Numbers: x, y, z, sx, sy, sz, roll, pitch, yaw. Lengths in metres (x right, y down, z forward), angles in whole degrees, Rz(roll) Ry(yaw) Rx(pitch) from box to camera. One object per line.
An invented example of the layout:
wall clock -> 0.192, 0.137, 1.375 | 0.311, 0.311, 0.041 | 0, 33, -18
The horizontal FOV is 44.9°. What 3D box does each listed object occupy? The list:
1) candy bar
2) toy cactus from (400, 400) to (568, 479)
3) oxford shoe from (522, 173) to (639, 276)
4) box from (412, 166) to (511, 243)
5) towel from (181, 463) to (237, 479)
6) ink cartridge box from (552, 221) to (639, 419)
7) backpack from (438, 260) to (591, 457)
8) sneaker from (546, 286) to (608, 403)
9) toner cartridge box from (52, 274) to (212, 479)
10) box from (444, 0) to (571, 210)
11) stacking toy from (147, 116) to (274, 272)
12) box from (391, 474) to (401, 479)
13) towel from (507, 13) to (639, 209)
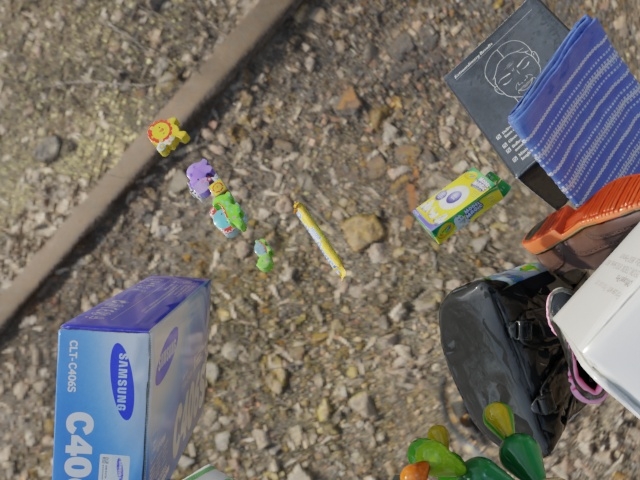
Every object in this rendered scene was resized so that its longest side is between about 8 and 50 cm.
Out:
candy bar -> 0.000, 0.000, 1.329 | 0.018, 0.040, 0.161 | -30, 72, -15
toy cactus -> 0.153, 0.218, 0.642 | 0.180, 0.219, 0.112 | 15, 107, 23
oxford shoe -> 0.426, -0.019, 1.143 | 0.098, 0.097, 0.271 | 47, 149, -6
box -> 0.279, -0.077, 1.527 | 0.179, 0.043, 0.105 | -35, 29, 1
towel -> -0.109, 0.364, 0.873 | 0.324, 0.247, 0.038 | 11, 110, 41
ink cartridge box -> 0.409, 0.017, 0.550 | 0.285, 0.166, 0.395 | 41, 99, 5
backpack -> 0.358, 0.163, 1.303 | 0.273, 0.355, 0.290 | -21, 91, 55
sneaker -> 0.256, 0.101, 0.763 | 0.047, 0.057, 0.119 | -20, 74, 14
toner cartridge box -> -0.168, 0.134, 0.754 | 0.075, 0.348, 0.165 | 3, 94, -1
box -> 0.527, -0.325, 1.817 | 0.293, 0.212, 0.396 | -42, 47, 21
stacking toy -> -0.152, -0.058, 1.105 | 0.052, 0.167, 0.221 | -37, 64, -3
box -> 0.133, 0.414, 1.201 | 0.052, 0.083, 0.062 | 48, 144, -19
towel -> 0.458, -0.162, 1.234 | 0.243, 0.336, 0.040 | -52, 21, -17
